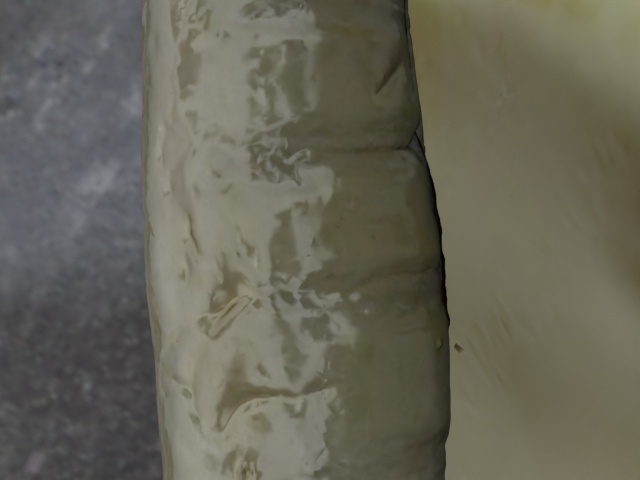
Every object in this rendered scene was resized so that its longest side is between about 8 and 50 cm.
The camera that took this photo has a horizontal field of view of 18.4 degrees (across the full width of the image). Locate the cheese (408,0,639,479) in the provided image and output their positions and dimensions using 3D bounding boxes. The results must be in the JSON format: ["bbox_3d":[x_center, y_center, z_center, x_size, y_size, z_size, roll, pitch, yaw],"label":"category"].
[{"bbox_3d":[0.086,0.000,0.610,0.316,0.128,0.259,43,133,49],"label":"cheese"}]

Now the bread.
[{"bbox_3d":[0.000,-0.001,0.425,0.053,0.073,0.214,-4,88,40],"label":"bread"}]
